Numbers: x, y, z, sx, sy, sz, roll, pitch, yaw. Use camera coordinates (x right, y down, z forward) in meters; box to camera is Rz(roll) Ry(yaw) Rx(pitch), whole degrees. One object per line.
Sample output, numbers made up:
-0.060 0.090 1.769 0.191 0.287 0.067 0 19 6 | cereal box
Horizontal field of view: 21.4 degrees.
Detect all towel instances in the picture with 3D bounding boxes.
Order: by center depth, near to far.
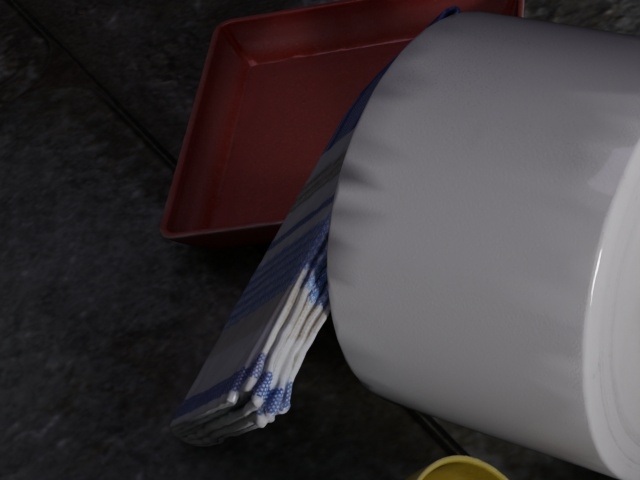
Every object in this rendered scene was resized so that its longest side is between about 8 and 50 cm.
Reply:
0.000 0.000 1.059 0.285 0.034 0.209 -61 9 -19 | towel

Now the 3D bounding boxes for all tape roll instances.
0.142 0.000 0.970 0.169 0.246 0.246 16 53 36 | tape roll

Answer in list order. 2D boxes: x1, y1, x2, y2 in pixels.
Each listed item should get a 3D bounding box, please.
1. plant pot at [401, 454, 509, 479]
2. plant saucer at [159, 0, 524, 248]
0.052 0.192 0.904 0.095 0.134 0.134 -25 32 38 | plant pot
0.027 -0.090 1.270 0.258 0.047 0.259 -7 41 16 | plant saucer
